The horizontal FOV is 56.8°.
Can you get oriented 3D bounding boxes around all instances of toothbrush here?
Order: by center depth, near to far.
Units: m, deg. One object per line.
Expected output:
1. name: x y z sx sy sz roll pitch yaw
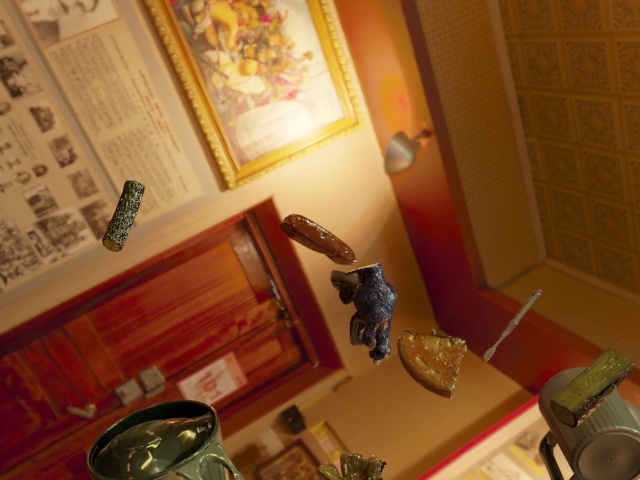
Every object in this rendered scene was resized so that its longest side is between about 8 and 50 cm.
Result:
1. toothbrush: 0.678 0.299 2.092 0.024 0.354 0.029 39 -20 16

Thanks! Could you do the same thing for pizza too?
1. pizza: 0.380 0.383 1.909 0.289 0.229 0.081 44 -26 47

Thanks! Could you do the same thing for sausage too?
1. sausage: 0.001 0.000 2.178 0.349 0.093 0.097 29 -12 -29

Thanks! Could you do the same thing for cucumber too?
1. cucumber: 0.618 0.333 1.331 0.078 0.211 0.062 30 -34 55
2. cucumber: -0.494 -0.061 1.491 0.058 0.058 0.186 92 9 -63

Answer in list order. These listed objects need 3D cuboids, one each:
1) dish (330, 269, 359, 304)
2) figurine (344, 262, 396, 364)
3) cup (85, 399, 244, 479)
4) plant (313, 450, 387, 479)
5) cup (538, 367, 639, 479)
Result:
1. dish: 0.083 0.148 1.711 0.141 0.077 0.141 21 -15 6
2. figurine: 0.144 0.185 1.534 0.164 0.121 0.262 -158 -117 -71
3. cup: -0.344 0.629 1.404 0.401 0.311 0.391 22 -53 62
4. plant: 0.104 0.832 1.845 0.296 0.306 0.261 66 -20 10
5. cup: 0.851 0.620 1.915 0.256 0.331 0.311 58 13 -16
